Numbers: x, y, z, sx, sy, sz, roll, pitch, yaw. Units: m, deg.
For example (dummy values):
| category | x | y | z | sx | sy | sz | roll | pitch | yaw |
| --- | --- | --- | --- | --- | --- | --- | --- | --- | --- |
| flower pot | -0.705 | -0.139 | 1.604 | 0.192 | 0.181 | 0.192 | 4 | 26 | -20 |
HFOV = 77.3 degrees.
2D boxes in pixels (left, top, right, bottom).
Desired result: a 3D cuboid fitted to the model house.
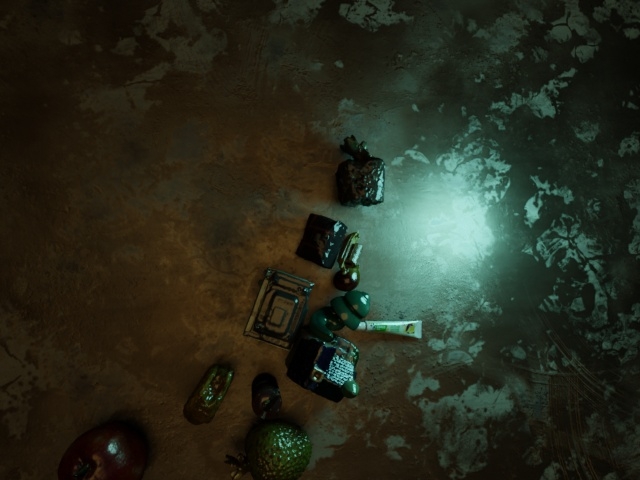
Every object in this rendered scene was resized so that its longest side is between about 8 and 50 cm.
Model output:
| category | x | y | z | sx | sy | sz | roll | pitch | yaw |
| --- | --- | --- | --- | --- | --- | --- | --- | --- | --- |
| model house | 0.022 | 0.523 | 1.652 | 0.298 | 0.284 | 0.243 | 26 | 88 | -5 |

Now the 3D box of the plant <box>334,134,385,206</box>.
| category | x | y | z | sx | sy | sz | roll | pitch | yaw |
| --- | --- | --- | --- | --- | --- | --- | --- | --- | --- |
| plant | 0.173 | -0.308 | 1.760 | 0.213 | 0.215 | 0.312 | 0 | 83 | -4 |

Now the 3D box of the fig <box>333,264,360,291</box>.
| category | x | y | z | sx | sy | sz | roll | pitch | yaw |
| --- | --- | --- | --- | --- | --- | --- | --- | --- | --- |
| fig | 0.126 | 0.158 | 1.781 | 0.109 | 0.103 | 0.154 | 30 | 55 | 7 |

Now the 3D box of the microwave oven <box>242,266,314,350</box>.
| category | x | y | z | sx | sy | sz | roll | pitch | yaw |
| --- | --- | --- | --- | --- | --- | --- | --- | --- | --- |
| microwave oven | -0.175 | 0.283 | 1.690 | 0.238 | 0.181 | 0.295 | 20 | 83 | -4 |

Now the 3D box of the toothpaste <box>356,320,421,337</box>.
| category | x | y | z | sx | sy | sz | roll | pitch | yaw |
| --- | --- | --- | --- | --- | --- | --- | --- | --- | --- |
| toothpaste | 0.309 | 0.396 | 1.809 | 0.314 | 0.056 | 0.058 | 5 | 125 | -10 |

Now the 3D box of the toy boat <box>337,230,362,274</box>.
| category | x | y | z | sx | sy | sz | roll | pitch | yaw |
| --- | --- | --- | --- | --- | --- | --- | --- | --- | --- |
| toy boat | 0.136 | 0.050 | 1.759 | 0.088 | 0.068 | 0.226 | 3 | 47 | 29 |

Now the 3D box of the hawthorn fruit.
| category | x | y | z | sx | sy | sz | roll | pitch | yaw |
| --- | --- | --- | --- | --- | --- | --- | --- | --- | --- |
| hawthorn fruit | -0.816 | 0.836 | 1.488 | 0.285 | 0.369 | 0.284 | 2 | 67 | -4 |

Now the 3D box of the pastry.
| category | x | y | z | sx | sy | sz | roll | pitch | yaw |
| --- | --- | --- | --- | --- | --- | --- | --- | --- | --- |
| pastry | -0.452 | 0.614 | 1.605 | 0.132 | 0.235 | 0.240 | 26 | 68 | -1 |

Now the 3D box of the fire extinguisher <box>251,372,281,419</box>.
| category | x | y | z | sx | sy | sz | roll | pitch | yaw |
| --- | --- | --- | --- | --- | --- | --- | --- | --- | --- |
| fire extinguisher | -0.210 | 0.610 | 1.581 | 0.114 | 0.337 | 0.135 | 32 | 81 | -6 |

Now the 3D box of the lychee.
| category | x | y | z | sx | sy | sz | roll | pitch | yaw |
| --- | --- | --- | --- | --- | --- | --- | --- | --- | --- |
| lychee | -0.193 | 0.860 | 1.610 | 0.320 | 0.270 | 0.269 | 3 | 84 | -45 |

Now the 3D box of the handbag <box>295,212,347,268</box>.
| category | x | y | z | sx | sy | sz | roll | pitch | yaw |
| --- | --- | --- | --- | --- | --- | --- | --- | --- | --- |
| handbag | 0.000 | 0.000 | 1.740 | 0.169 | 0.155 | 0.215 | 16 | 80 | 35 |

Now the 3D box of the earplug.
| category | x | y | z | sx | sy | sz | roll | pitch | yaw |
| --- | --- | --- | --- | --- | --- | --- | --- | --- | --- |
| earplug | 0.087 | 0.306 | 1.686 | 0.280 | 0.257 | 0.164 | -38 | 67 | -2 |
